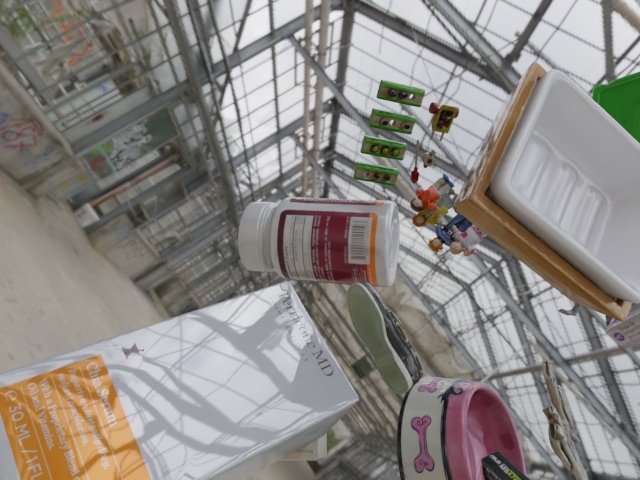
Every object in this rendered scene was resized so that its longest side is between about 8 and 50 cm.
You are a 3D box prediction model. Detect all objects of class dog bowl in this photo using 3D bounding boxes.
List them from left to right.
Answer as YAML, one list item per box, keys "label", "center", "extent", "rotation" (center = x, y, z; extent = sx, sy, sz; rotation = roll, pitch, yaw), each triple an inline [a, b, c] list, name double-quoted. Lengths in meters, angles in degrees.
- label: "dog bowl"
  center: [0.349, 0.516, 1.264]
  extent: [0.150, 0.408, 0.408]
  rotation: [-21, -72, 33]

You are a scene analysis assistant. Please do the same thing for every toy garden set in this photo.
- label: "toy garden set"
  center: [0.209, -0.238, 1.284]
  extent: [0.049, 0.203, 0.245]
  rotation: [-108, -151, -60]

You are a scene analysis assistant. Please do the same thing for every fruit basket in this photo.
- label: "fruit basket"
  center: [0.781, -0.171, 1.272]
  extent: [0.282, 0.392, 0.392]
  rotation: [-11, -65, 52]

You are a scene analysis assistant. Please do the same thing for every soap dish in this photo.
- label: "soap dish"
  center: [0.331, -0.060, 0.729]
  extent: [0.290, 0.229, 0.118]
  rotation: [35, -21, -16]

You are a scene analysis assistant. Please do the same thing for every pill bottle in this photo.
- label: "pill bottle"
  center: [0.000, 0.000, 1.410]
  extent: [0.391, 0.224, 0.224]
  rotation: [4, -35, 16]

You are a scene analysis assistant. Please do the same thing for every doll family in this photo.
- label: "doll family"
  center: [0.366, -0.052, 1.569]
  extent: [0.263, 0.163, 0.118]
  rotation: [51, 0, 18]

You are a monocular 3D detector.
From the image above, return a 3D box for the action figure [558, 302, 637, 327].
- label: "action figure"
  center: [0.796, 0.076, 1.529]
  extent: [0.178, 0.330, 0.341]
  rotation: [31, -15, -23]

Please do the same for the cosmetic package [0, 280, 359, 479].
- label: "cosmetic package"
  center: [-0.198, 0.244, 0.755]
  extent: [0.230, 0.453, 0.162]
  rotation: [56, -40, 23]

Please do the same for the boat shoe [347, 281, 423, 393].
- label: "boat shoe"
  center: [0.126, 0.180, 1.045]
  extent: [0.081, 0.068, 0.228]
  rotation: [-28, -93, 50]

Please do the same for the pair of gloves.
- label: "pair of gloves"
  center: [0.541, 0.419, 1.209]
  extent: [0.204, 0.042, 0.240]
  rotation: [60, 26, -20]

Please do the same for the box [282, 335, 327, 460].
- label: "box"
  center: [-0.062, 0.408, 1.409]
  extent: [0.121, 0.147, 0.311]
  rotation: [60, 27, -67]

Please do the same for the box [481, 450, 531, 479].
- label: "box"
  center: [0.372, 0.510, 0.964]
  extent: [0.190, 0.045, 0.184]
  rotation: [34, -38, 64]

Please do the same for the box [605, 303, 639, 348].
- label: "box"
  center: [0.773, 0.150, 1.197]
  extent: [0.063, 0.067, 0.324]
  rotation: [43, -29, 12]
